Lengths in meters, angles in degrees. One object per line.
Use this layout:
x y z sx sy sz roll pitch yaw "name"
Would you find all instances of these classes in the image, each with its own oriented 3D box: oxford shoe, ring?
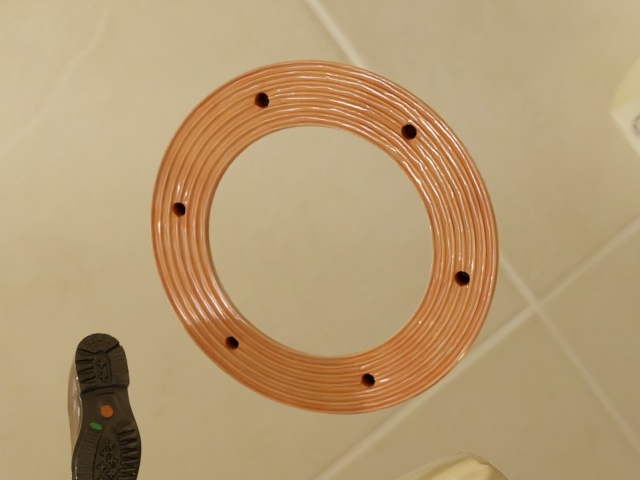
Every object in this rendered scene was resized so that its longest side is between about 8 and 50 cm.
-0.265 0.233 1.546 0.096 0.083 0.227 141 130 -63 "oxford shoe"
0.000 0.000 1.183 0.336 0.336 0.032 51 -156 1 "ring"

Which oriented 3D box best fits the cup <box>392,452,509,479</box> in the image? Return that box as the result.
0.073 0.396 1.264 0.331 0.237 0.331 170 90 -70 "cup"
